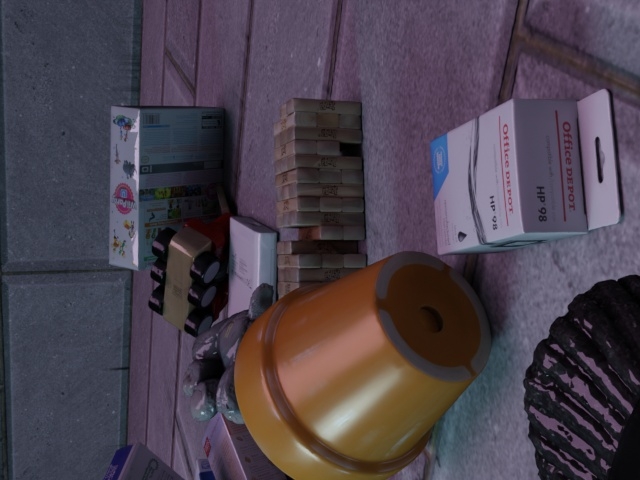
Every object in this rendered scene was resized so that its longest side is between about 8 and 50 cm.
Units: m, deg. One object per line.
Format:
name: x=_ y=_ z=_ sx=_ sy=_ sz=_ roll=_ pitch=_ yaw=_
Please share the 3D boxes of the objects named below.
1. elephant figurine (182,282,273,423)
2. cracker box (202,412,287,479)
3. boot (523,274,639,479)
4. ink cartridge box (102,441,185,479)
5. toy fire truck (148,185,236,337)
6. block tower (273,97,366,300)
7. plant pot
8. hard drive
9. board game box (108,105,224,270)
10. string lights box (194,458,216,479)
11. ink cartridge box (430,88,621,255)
elephant figurine: x=-0.053 y=0.198 z=1.250 sx=0.186 sy=0.239 sz=0.169 roll=-25 pitch=48 yaw=42
cracker box: x=-0.112 y=0.383 z=1.466 sx=0.232 sy=0.067 sz=0.155 roll=63 pitch=151 yaw=27
boot: x=0.199 y=0.215 z=0.486 sx=0.260 sy=0.131 sz=0.347 roll=35 pitch=114 yaw=59
ink cartridge box: x=-0.239 y=0.533 z=1.390 sx=0.071 sy=0.330 sz=0.324 roll=-24 pitch=30 yaw=32
toy fire truck: x=-0.212 y=0.025 z=1.733 sx=0.159 sy=0.246 sz=0.217 roll=30 pitch=134 yaw=19
block tower: x=0.000 y=0.000 z=1.134 sx=0.091 sy=0.097 sz=0.335 roll=173 pitch=97 yaw=-71
plant pot: x=0.051 y=0.110 z=0.859 sx=0.188 sy=0.205 sz=0.205 roll=-44 pitch=48 yaw=45
hard drive: x=-0.120 y=0.123 z=1.572 sx=0.203 sy=0.040 sz=0.307 roll=-153 pitch=64 yaw=-69
board game box: x=-0.296 y=-0.108 z=1.779 sx=0.098 sy=0.224 sz=0.303 roll=10 pitch=102 yaw=38
string lights box: x=-0.184 y=0.553 z=1.735 sx=0.259 sy=0.077 sz=0.133 roll=-116 pitch=30 yaw=-50
ink cartridge box: x=0.153 y=-0.049 z=0.722 sx=0.180 sy=0.060 sz=0.104 roll=157 pitch=111 yaw=-70
